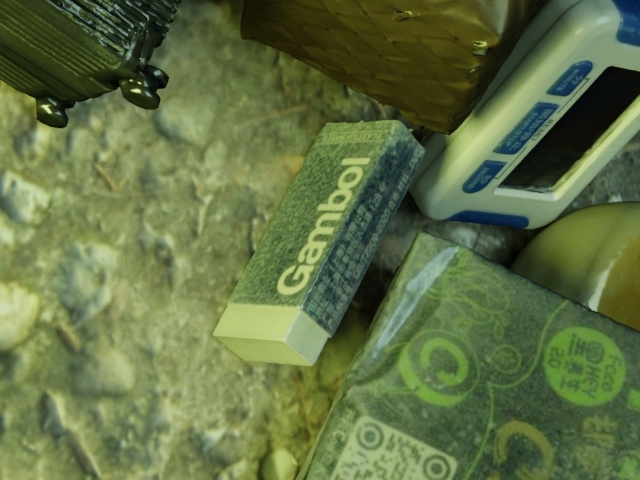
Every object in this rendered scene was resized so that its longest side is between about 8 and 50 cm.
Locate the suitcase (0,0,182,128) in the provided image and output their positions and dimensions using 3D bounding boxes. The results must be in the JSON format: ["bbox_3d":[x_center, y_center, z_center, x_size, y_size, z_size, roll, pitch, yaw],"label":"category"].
[{"bbox_3d":[-0.226,-0.255,1.113,0.335,0.152,0.230,34,66,-34],"label":"suitcase"}]

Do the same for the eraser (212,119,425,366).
[{"bbox_3d":[0.000,0.000,1.350,0.046,0.092,0.212,44,63,-34],"label":"eraser"}]

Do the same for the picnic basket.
[{"bbox_3d":[0.085,-0.275,1.278,0.254,0.291,0.321,23,78,0],"label":"picnic basket"}]

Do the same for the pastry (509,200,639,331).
[{"bbox_3d":[0.271,0.089,1.564,0.264,0.133,0.265,0,90,-42],"label":"pastry"}]

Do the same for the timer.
[{"bbox_3d":[0.197,-0.116,1.449,0.178,0.253,0.078,4,47,-43],"label":"timer"}]

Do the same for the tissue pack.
[{"bbox_3d":[0.191,0.202,1.357,0.394,0.124,0.288,25,68,2],"label":"tissue pack"}]
